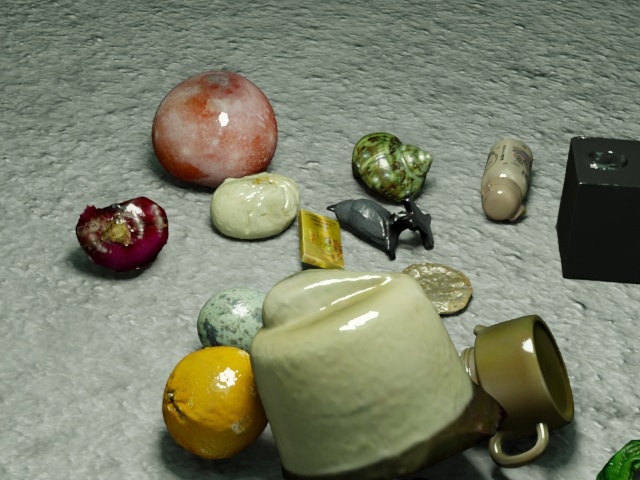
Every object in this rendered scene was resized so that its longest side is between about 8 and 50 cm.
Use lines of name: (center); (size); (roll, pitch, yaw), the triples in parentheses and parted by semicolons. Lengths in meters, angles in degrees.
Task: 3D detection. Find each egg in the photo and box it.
egg: (-0.125, 0.147, 1.888); (0.172, 0.132, 0.132); (4, 33, -18)

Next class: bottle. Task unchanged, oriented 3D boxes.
bottle: (0.390, -0.118, 2.316); (0.110, 0.097, 0.209); (40, 37, -12)

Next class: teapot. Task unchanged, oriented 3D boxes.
teapot: (0.290, 0.237, 1.749); (0.175, 0.185, 0.268); (-22, 46, 24)

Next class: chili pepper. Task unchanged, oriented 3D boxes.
chili pepper: (0.476, 0.350, 1.686); (0.182, 0.050, 0.073); (-25, 35, -36)

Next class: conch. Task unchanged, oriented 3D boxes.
conch: (0.151, -0.164, 2.346); (0.181, 0.124, 0.187); (18, 30, 18)

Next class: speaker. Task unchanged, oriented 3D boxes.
speaker: (0.593, -0.059, 2.112); (0.254, 0.232, 0.184); (4, 37, 5)

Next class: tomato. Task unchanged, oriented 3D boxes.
tomato: (-0.223, -0.244, 2.361); (0.270, 0.227, 0.270); (3, 36, -2)

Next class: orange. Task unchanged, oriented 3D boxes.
orange: (-0.161, 0.247, 1.708); (0.177, 0.155, 0.177); (-15, 56, 23)

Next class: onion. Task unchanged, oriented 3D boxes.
onion: (-0.366, -0.006, 2.123); (0.173, 0.135, 0.198); (-14, -5, 8)

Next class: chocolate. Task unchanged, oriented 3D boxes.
chocolate: (0.065, 0.178, 1.624); (0.326, 0.297, 0.314); (-15, 8, -24)

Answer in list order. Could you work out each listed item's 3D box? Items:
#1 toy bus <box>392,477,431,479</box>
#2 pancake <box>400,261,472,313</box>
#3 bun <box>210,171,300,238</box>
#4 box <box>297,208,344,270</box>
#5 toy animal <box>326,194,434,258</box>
toy bus: (0.189, 0.435, 1.514); (0.317, 0.112, 0.138); (18, 49, 24)
pancake: (0.209, 0.092, 2.066); (0.151, 0.025, 0.151); (2, 35, -1)
bun: (-0.130, -0.081, 2.229); (0.188, 0.111, 0.164); (-7, 34, -8)
box: (0.000, 0.000, 2.167); (0.089, 0.022, 0.156); (18, 32, -14)
toy animal: (0.111, -0.022, 2.201); (0.210, 0.121, 0.117); (3, 76, 31)
